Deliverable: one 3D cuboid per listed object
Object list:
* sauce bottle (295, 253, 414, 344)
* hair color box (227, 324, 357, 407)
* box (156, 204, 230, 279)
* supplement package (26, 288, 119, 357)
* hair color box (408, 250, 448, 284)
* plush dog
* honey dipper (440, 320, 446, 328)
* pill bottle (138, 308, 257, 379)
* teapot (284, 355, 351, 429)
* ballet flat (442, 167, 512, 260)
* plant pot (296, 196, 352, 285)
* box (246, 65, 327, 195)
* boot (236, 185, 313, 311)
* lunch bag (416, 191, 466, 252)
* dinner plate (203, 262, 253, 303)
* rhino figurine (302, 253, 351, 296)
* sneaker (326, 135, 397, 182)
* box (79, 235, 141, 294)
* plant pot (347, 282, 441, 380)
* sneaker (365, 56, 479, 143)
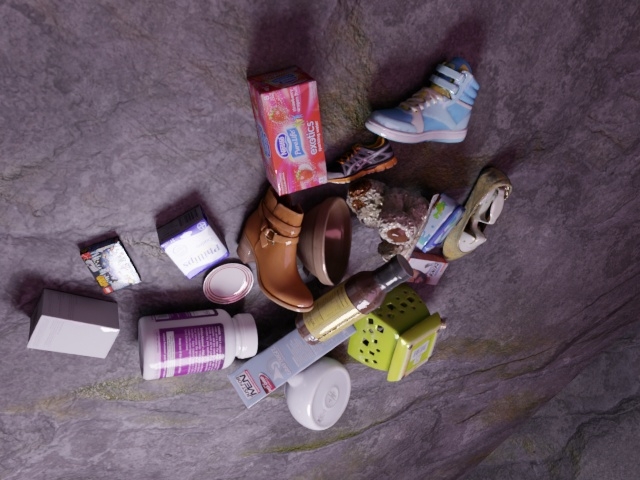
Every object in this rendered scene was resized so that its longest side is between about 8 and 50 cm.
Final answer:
[{"bbox_3d":[0.089,0.155,1.278,0.344,0.111,0.111,-35,133,24],"label":"sauce bottle"},{"bbox_3d":[-0.081,0.338,1.459,0.374,0.113,0.185,-34,170,-10],"label":"hair color box"},{"bbox_3d":[-0.315,0.006,1.218,0.126,0.072,0.137,-31,131,-3],"label":"box"},{"bbox_3d":[-0.602,0.206,1.196,0.179,0.105,0.105,20,111,-34],"label":"supplement package"},{"bbox_3d":[0.330,0.090,1.608,0.167,0.053,0.093,9,119,-29],"label":"hair color box"},{"bbox_3d":[0.172,-0.088,1.285,0.210,0.225,0.262,-57,164,-13],"label":"plush dog"},{"bbox_3d":[0.399,0.312,1.816,0.161,0.030,0.030,8,119,-27],"label":"honey dipper"},{"bbox_3d":[-0.334,0.277,1.336,0.302,0.169,0.169,-2,123,-24],"label":"pill bottle"},{"bbox_3d":[-0.029,0.498,1.641,0.253,0.187,0.255,-15,109,-46],"label":"teapot"},{"bbox_3d":[0.496,-0.059,1.544,0.123,0.123,0.348,5,120,-29],"label":"ballet flat"},{"bbox_3d":[0.000,0.000,1.311,0.110,0.237,0.237,3,132,20],"label":"plant pot"},{"bbox_3d":[-0.073,-0.249,1.123,0.128,0.122,0.256,-18,129,-13],"label":"box"},{"bbox_3d":[-0.082,0.019,1.217,0.109,0.283,0.220,-5,135,-48],"label":"boot"},{"bbox_3d":[0.339,-0.049,1.429,0.176,0.090,0.219,-52,166,12],"label":"lunch bag"},{"bbox_3d":[-0.258,0.118,1.362,0.141,0.017,0.141,-13,127,-17],"label":"dinner plate"},{"bbox_3d":[0.038,0.123,1.475,0.106,0.073,0.243,-33,132,2],"label":"rhino figurine"},{"bbox_3d":[0.093,-0.208,1.272,0.215,0.084,0.083,-22,114,-14],"label":"sneaker"},{"bbox_3d":[-0.510,0.063,1.191,0.094,0.027,0.137,-21,130,-10],"label":"box"},{"bbox_3d":[0.246,0.300,1.573,0.228,0.207,0.227,-20,132,-37],"label":"plant pot"},{"bbox_3d":[0.262,-0.357,1.216,0.319,0.127,0.208,-9,128,-33],"label":"sneaker"}]
